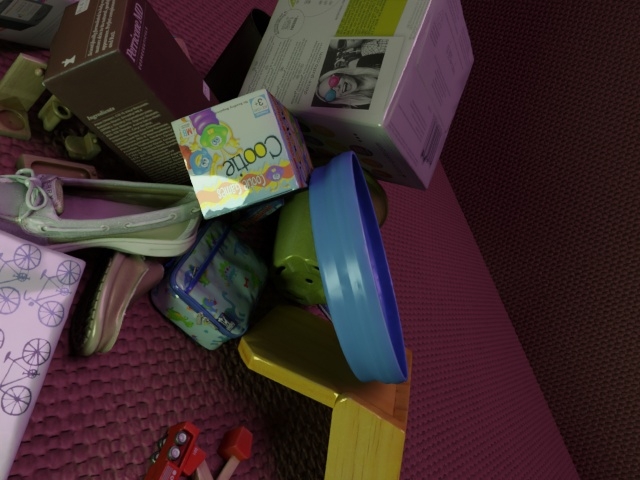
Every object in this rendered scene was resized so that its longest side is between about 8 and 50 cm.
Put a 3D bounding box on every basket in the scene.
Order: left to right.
[{"bbox_3d":[-0.172,-0.410,1.201,0.204,0.227,0.154,46,33,-21],"label":"basket"}]

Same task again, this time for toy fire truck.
[{"bbox_3d":[-0.183,0.342,0.717,0.135,0.047,0.192,48,33,-21],"label":"toy fire truck"}]

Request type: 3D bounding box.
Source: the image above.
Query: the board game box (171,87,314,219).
[{"bbox_3d":[-0.102,-0.131,0.785,0.275,0.144,0.142,-55,127,-82],"label":"board game box"}]

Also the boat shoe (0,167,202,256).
[{"bbox_3d":[-0.320,-0.047,0.668,0.321,0.103,0.118,8,40,-29],"label":"boat shoe"}]

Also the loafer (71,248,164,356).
[{"bbox_3d":[-0.293,0.058,0.743,0.092,0.102,0.268,32,39,-30],"label":"loafer"}]

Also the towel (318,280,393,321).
[{"bbox_3d":[0.097,0.127,1.328,0.243,0.040,0.336,51,32,-14],"label":"towel"}]

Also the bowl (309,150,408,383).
[{"bbox_3d":[0.067,0.047,0.825,0.391,0.077,0.391,-13,90,-80],"label":"bowl"}]

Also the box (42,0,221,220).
[{"bbox_3d":[-0.273,-0.219,0.856,0.381,0.143,0.191,53,24,-54],"label":"box"}]

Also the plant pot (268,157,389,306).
[{"bbox_3d":[0.000,0.000,1.108,0.276,0.276,0.253,42,47,-28],"label":"plant pot"}]

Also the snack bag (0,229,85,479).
[{"bbox_3d":[-0.444,0.101,0.472,0.343,0.037,0.323,32,55,-38],"label":"snack bag"}]

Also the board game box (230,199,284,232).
[{"bbox_3d":[-0.144,-0.132,1.095,0.035,0.136,0.201,31,41,-39],"label":"board game box"}]

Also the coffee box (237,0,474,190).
[{"bbox_3d":[0.093,-0.345,1.043,0.338,0.335,0.338,31,78,-61],"label":"coffee box"}]

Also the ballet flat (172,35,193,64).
[{"bbox_3d":[-0.366,-0.369,1.006,0.106,0.108,0.316,63,31,-9],"label":"ballet flat"}]

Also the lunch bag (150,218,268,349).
[{"bbox_3d":[-0.195,0.074,0.892,0.176,0.090,0.219,47,32,-17],"label":"lunch bag"}]

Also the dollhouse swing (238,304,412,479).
[{"bbox_3d":[0.011,0.324,0.933,0.347,0.305,0.315,-37,134,-76],"label":"dollhouse swing"}]

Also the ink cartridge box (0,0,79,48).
[{"bbox_3d":[-0.516,-0.428,0.718,0.226,0.131,0.306,55,12,-10],"label":"ink cartridge box"}]

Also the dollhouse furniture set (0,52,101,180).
[{"bbox_3d":[-0.402,-0.168,0.753,0.144,0.123,0.151,5,61,-55],"label":"dollhouse furniture set"}]
